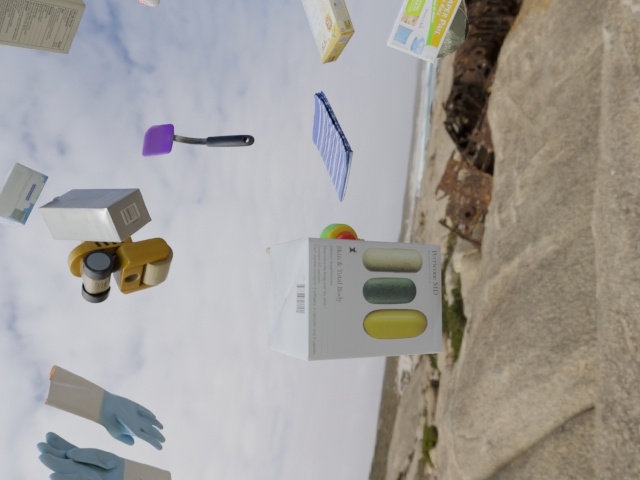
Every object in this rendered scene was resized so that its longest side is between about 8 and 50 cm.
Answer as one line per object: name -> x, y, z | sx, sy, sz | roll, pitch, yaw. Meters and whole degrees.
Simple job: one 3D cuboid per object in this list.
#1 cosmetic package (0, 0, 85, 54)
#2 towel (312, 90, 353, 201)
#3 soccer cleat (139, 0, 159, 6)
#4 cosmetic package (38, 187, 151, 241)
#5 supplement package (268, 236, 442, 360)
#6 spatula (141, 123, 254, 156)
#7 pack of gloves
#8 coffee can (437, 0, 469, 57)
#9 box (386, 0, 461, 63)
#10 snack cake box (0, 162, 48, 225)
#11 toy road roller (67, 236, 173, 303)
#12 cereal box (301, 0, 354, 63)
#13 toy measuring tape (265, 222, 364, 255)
cosmetic package -> -0.740, -0.552, 1.152 | 0.160, 0.113, 0.309 | -44, -18, 34
towel -> 0.032, -0.337, 1.756 | 0.243, 0.040, 0.336 | 98, 157, -52
soccer cleat -> -0.313, -0.433, 0.844 | 0.029, 0.083, 0.035 | -53, 8, -7
cosmetic package -> -0.575, -0.067, 1.263 | 0.127, 0.237, 0.107 | -52, -44, -52
supplement package -> 0.059, 0.105, 0.913 | 0.198, 0.262, 0.199 | 168, 104, -65
spatula -> -0.306, -0.249, 1.227 | 0.030, 0.296, 0.084 | 58, -145, -78
pack of gloves -> -0.337, 0.321, 0.769 | 0.232, 0.046, 0.195 | 42, -169, -34
coffee can -> 0.384, -0.787, 1.668 | 0.201, 0.201, 0.275 | 79, -167, -58
box -> 0.232, -0.503, 1.058 | 0.103, 0.114, 0.203 | -76, 6, -62
snack cake box -> -0.878, -0.123, 1.420 | 0.089, 0.264, 0.152 | 27, -106, -34
toy road roller -> -0.717, 0.051, 1.758 | 0.241, 0.329, 0.202 | 59, 141, 25
cereal box -> 0.007, -0.600, 1.258 | 0.173, 0.047, 0.240 | 167, 85, -76
toy measuring tape -> 0.000, 0.000, 1.446 | 0.121, 0.330, 0.122 | -15, 73, 60
